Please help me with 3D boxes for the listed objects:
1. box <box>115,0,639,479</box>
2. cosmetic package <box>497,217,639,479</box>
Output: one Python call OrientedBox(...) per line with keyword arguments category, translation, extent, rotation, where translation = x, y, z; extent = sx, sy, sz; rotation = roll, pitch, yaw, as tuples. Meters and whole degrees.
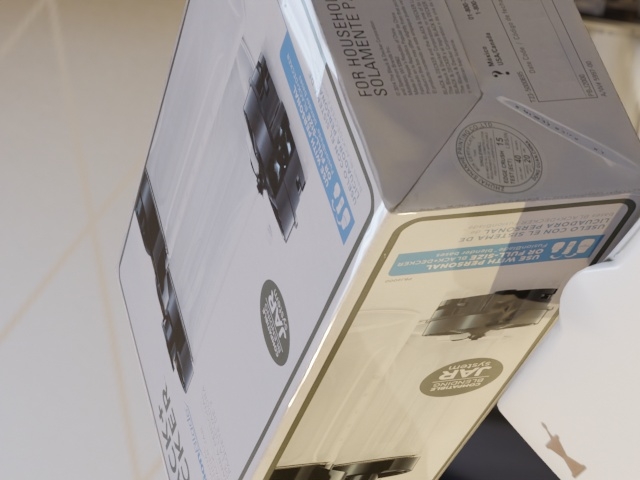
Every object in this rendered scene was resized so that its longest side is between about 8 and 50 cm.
OrientedBox(category="box", translation=(0.000, 0.000, 0.559), extent=(0.087, 0.169, 0.290), rotation=(-7, 151, -21))
OrientedBox(category="cosmetic package", translation=(0.247, -0.033, 0.432), extent=(0.155, 0.365, 0.197), rotation=(48, 160, 12))
